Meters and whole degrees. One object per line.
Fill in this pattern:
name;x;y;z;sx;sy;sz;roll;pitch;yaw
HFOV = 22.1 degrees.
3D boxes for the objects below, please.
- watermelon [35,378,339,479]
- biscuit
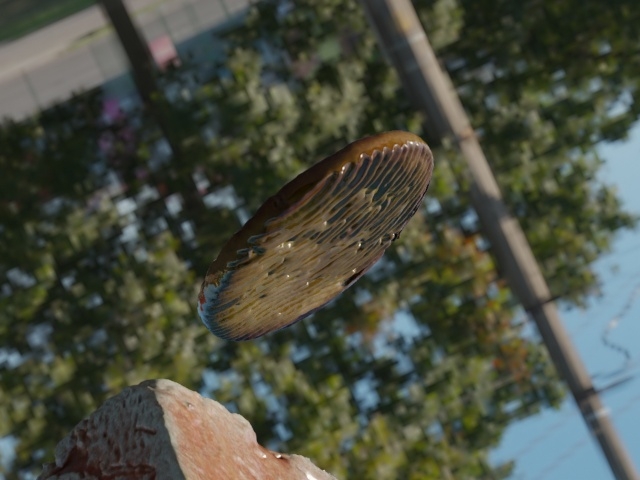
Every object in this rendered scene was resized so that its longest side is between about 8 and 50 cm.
watermelon;-0.059;0.179;0.952;0.262;0.201;0.213;-2;-147;-16
biscuit;0.000;0.000;1.801;0.318;0.040;0.318;-35;159;-16
